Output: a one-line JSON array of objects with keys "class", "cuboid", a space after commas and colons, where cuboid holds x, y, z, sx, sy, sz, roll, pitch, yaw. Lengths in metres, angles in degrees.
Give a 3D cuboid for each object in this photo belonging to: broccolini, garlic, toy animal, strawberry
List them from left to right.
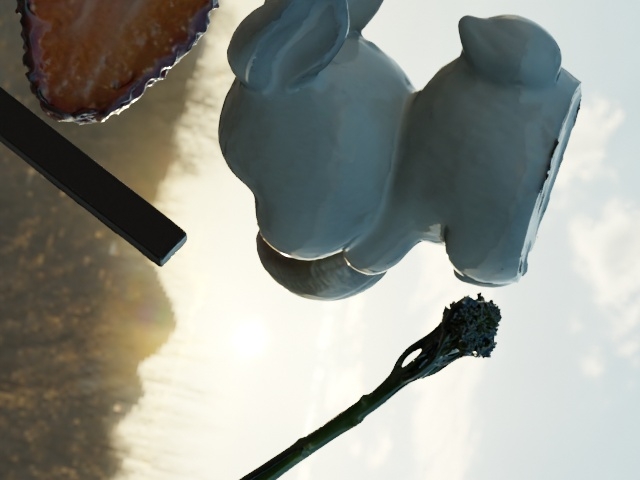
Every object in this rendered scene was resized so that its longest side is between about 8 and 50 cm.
[{"class": "strawberry", "cuboid": [-0.205, -0.201, 1.359, 0.111, 0.190, 0.236, 114, -5, -68]}, {"class": "garlic", "cuboid": [-0.001, 0.010, 1.421, 0.195, 0.087, 0.101, -2, -131, 47]}, {"class": "broccolini", "cuboid": [0.028, 0.103, 0.914, 0.218, 0.044, 0.042, -37, -126, 22]}, {"class": "toy animal", "cuboid": [0.044, -0.066, 0.766, 0.127, 0.193, 0.178, -60, 172, -45]}]

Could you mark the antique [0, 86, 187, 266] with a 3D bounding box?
[{"class": "antique", "cuboid": [-0.175, -0.049, 1.005, 0.031, 0.192, 0.015, -47, 165, -22]}]
